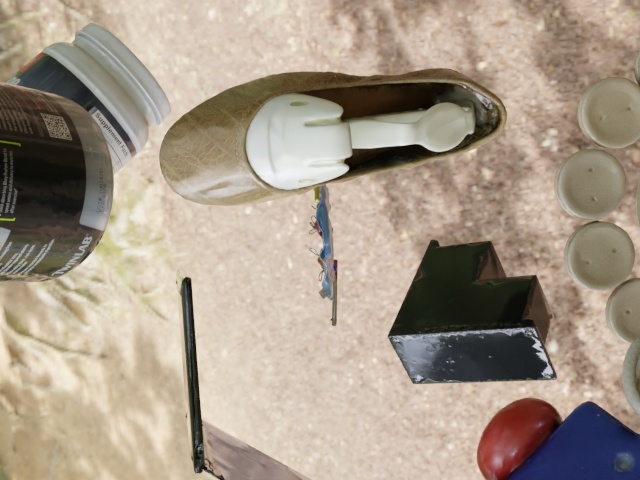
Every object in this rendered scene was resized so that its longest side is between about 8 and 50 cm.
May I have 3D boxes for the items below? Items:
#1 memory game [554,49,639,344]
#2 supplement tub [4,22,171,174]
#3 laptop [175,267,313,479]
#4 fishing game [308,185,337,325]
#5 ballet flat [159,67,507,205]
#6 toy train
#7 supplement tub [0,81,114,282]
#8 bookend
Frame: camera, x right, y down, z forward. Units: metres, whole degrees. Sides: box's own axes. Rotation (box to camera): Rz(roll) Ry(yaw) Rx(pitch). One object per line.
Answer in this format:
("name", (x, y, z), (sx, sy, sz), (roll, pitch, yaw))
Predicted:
("memory game", (0.211, -0.022, 0.481), (0.012, 0.186, 0.186), (-144, 46, -81))
("supplement tub", (-0.361, -0.149, 1.263), (0.191, 0.272, 0.191), (41, 165, 13))
("laptop", (-0.089, 0.243, 1.410), (0.382, 0.237, 0.407), (180, 86, -80))
("fishing game", (0.000, 0.000, 1.354), (0.264, 0.041, 0.189), (81, -173, -47))
("ballet flat", (0.030, -0.098, 0.838), (0.124, 0.343, 0.116), (19, 115, 59))
("toy train", (0.130, 0.130, 0.387), (0.105, 0.248, 0.143), (37, 166, 45))
("supplement tub", (-0.353, -0.057, 0.802), (0.194, 0.316, 0.193), (-2, 87, 31))
("bookend", (0.173, 0.066, 0.951), (0.156, 0.157, 0.072), (-8, 125, 33))
